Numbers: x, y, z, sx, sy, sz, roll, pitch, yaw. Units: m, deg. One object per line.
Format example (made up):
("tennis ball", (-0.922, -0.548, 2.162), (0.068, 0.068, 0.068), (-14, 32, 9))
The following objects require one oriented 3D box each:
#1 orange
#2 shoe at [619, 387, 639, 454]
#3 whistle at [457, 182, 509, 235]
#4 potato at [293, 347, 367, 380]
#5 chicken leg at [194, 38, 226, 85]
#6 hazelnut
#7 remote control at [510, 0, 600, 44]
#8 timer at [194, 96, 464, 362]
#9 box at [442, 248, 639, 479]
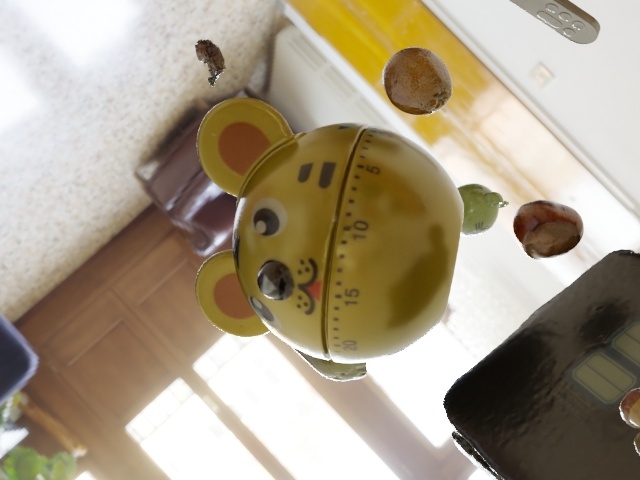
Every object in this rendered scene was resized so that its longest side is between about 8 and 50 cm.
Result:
("orange", (0.110, -0.180, 1.015), (0.085, 0.085, 0.085), (-43, 176, -4))
("shoe", (0.257, 0.126, 0.625), (0.109, 0.069, 0.072), (-15, 140, -38))
("whistle", (0.233, -0.048, 1.767), (0.288, 0.106, 0.131), (-11, 169, -3))
("potato", (-0.017, 0.176, 1.808), (0.111, 0.272, 0.160), (-27, 159, -15))
("chicken leg", (-0.155, -0.256, 1.283), (0.036, 0.021, 0.083), (-10, 140, 9))
("hazelnut", (0.284, -0.016, 1.125), (0.086, 0.086, 0.086), (-43, 176, -4))
("remote control", (0.403, -0.434, 1.629), (0.022, 0.245, 0.077), (-63, -170, -18))
("timer", (0.000, 0.000, 1.271), (0.376, 0.387, 0.376), (10, 90, -81))
("box", (0.350, 0.184, 1.050), (0.350, 0.091, 0.359), (-40, -151, -6))
